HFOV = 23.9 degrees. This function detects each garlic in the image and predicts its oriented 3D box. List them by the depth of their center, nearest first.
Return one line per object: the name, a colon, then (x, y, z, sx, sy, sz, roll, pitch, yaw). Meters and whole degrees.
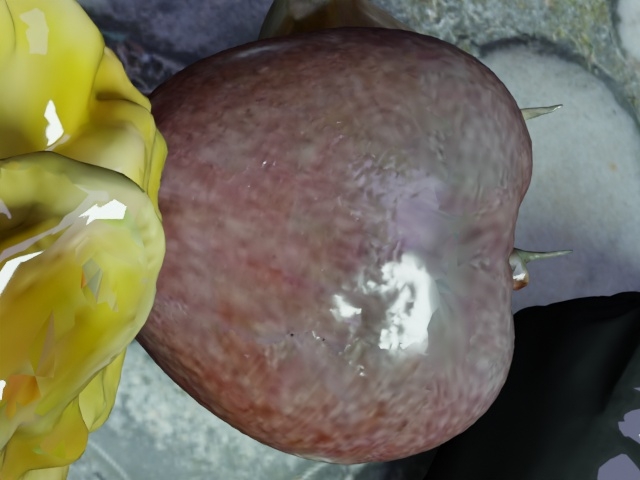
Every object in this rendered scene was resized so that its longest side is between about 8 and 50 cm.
garlic: (0.046, -0.105, 1.020, 0.198, 0.128, 0.090, 31, 51, -17)

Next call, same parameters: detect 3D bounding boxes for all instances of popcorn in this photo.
popcorn: (-0.258, 0.021, 0.690, 0.390, 0.344, 0.354, -13, 70, -1)

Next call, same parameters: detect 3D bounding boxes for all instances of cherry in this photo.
cherry: (0.000, 0.000, 0.906, 0.307, 0.221, 0.261, 7, 86, -13)

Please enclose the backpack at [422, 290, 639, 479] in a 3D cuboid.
backpack: (0.274, 0.252, 0.977, 0.445, 0.255, 0.363, 35, 67, -20)
